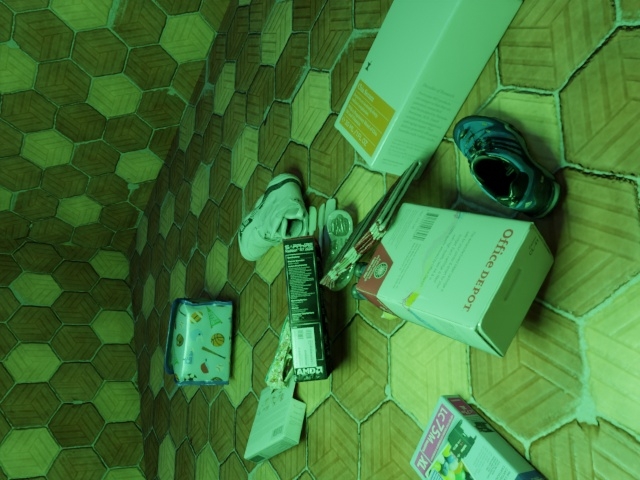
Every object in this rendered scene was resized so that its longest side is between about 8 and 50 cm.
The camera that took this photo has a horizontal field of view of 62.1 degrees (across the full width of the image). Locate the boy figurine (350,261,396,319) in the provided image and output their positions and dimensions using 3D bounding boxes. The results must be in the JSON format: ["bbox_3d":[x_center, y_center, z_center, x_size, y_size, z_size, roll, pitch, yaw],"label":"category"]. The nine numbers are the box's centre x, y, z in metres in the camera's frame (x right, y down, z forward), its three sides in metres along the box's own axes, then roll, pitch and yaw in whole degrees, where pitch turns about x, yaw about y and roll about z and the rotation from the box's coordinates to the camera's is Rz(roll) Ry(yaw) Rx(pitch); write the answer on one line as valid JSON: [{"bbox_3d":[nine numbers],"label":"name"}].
[{"bbox_3d":[0.186,0.102,1.268,0.285,0.092,0.177,1,83,56],"label":"boy figurine"}]

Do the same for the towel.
[{"bbox_3d":[0.121,-0.032,1.286,0.237,0.037,0.329,-56,3,-35],"label":"towel"}]

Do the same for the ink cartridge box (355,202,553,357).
[{"bbox_3d":[0.251,0.064,1.040,0.306,0.131,0.226,18,71,49],"label":"ink cartridge box"}]

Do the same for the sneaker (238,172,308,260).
[{"bbox_3d":[-0.161,-0.030,1.780,0.365,0.137,0.210,-56,35,28],"label":"sneaker"}]

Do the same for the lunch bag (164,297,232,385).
[{"bbox_3d":[-0.490,0.392,2.130,0.385,0.239,0.327,167,108,-72],"label":"lunch bag"}]

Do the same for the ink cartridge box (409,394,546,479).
[{"bbox_3d":[0.311,0.468,1.023,0.311,0.065,0.185,40,117,51],"label":"ink cartridge box"}]

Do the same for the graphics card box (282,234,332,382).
[{"bbox_3d":[-0.032,0.186,1.448,0.233,0.094,0.370,66,-163,-81],"label":"graphics card box"}]

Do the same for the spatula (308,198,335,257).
[{"bbox_3d":[0.000,0.000,1.645,0.168,0.019,0.242,-10,75,55],"label":"spatula"}]

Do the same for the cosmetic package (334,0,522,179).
[{"bbox_3d":[0.230,-0.400,1.249,0.453,0.162,0.230,-63,37,26],"label":"cosmetic package"}]

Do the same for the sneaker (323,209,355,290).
[{"bbox_3d":[0.049,0.026,1.522,0.115,0.090,0.232,-143,57,-80],"label":"sneaker"}]

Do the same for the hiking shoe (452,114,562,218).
[{"bbox_3d":[0.342,-0.167,1.048,0.113,0.132,0.304,-61,38,28],"label":"hiking shoe"}]

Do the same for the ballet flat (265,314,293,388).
[{"bbox_3d":[-0.099,0.353,1.665,0.077,0.091,0.240,16,84,19],"label":"ballet flat"}]

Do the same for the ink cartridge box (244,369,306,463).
[{"bbox_3d":[-0.135,0.556,1.695,0.275,0.060,0.239,-44,23,43],"label":"ink cartridge box"}]
